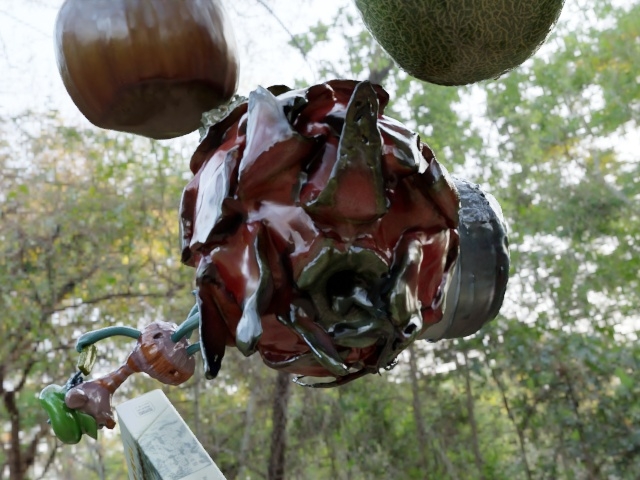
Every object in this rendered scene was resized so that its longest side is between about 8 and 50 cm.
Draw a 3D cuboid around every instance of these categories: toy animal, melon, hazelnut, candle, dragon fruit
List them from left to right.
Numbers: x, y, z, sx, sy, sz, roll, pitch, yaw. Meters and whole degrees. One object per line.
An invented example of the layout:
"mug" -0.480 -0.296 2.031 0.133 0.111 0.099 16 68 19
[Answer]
"toy animal" -0.197 0.124 0.894 0.208 0.103 0.100 -34 -8 -1
"hazelnut" -0.199 -0.220 1.002 0.210 0.210 0.186 -12 -31 4
"dragon fruit" 0.000 0.000 0.550 0.192 0.274 0.193 -43 -55 10
"candle" 0.058 0.030 1.091 0.343 0.221 0.221 -4 -23 -14
"melon" 0.081 -0.171 0.509 0.139 0.139 0.192 -15 -46 13

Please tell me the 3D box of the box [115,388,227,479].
"box" -0.174 0.333 1.089 0.069 0.256 0.164 -21 -52 -27

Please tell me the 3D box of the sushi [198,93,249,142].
"sushi" -0.080 -0.099 0.924 0.091 0.150 0.078 -24 -51 -1
